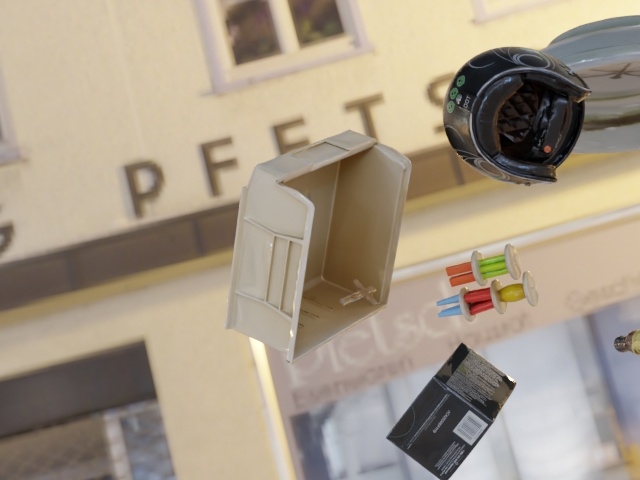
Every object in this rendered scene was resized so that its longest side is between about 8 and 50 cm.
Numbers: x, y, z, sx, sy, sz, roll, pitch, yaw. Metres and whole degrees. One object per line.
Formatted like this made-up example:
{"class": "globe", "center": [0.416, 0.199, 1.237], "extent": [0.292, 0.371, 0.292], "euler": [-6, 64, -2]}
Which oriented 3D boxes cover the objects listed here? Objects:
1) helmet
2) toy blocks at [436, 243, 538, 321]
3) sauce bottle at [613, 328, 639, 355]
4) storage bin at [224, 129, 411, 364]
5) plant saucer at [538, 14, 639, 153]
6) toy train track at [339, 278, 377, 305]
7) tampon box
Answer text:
{"class": "helmet", "center": [0.222, -0.142, 1.592], "extent": [0.169, 0.169, 0.161], "euler": [-15, 11, 1]}
{"class": "toy blocks", "center": [0.224, 0.066, 2.027], "extent": [0.148, 0.054, 0.123], "euler": [-15, -44, 24]}
{"class": "sauce bottle", "center": [0.485, 0.151, 2.105], "extent": [0.042, 0.042, 0.128], "euler": [-10, -4, -20]}
{"class": "storage bin", "center": [0.000, 0.000, 2.011], "extent": [0.123, 0.260, 0.262], "euler": [22, 27, 27]}
{"class": "plant saucer", "center": [0.410, -0.219, 1.889], "extent": [0.401, 0.100, 0.400], "euler": [-3, -13, -1]}
{"class": "toy train track", "center": [0.052, 0.082, 2.038], "extent": [0.083, 0.048, 0.014], "euler": [-20, -27, -53]}
{"class": "tampon box", "center": [0.183, 0.234, 1.929], "extent": [0.120, 0.101, 0.161], "euler": [-56, -9, 22]}
